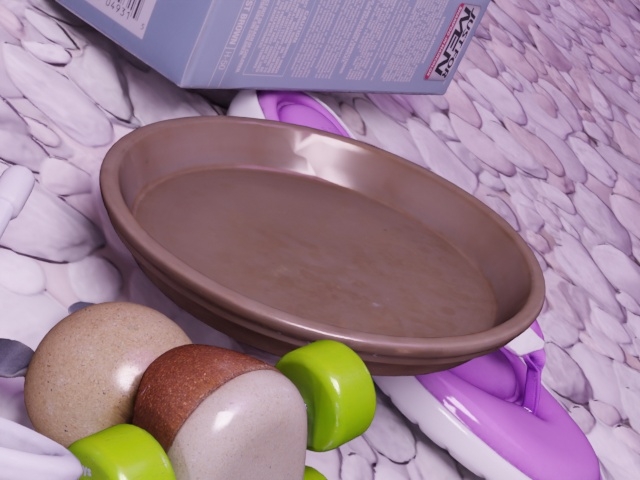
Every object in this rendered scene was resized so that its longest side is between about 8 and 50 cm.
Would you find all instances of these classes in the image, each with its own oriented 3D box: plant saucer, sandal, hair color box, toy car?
[{"bbox_3d":[0.000,0.000,0.765,0.277,0.041,0.278,15,25,-7],"label":"plant saucer"},{"bbox_3d":[0.073,0.018,0.915,0.416,0.102,0.169,51,29,18],"label":"sandal"},{"bbox_3d":[-0.035,-0.210,1.030,0.185,0.114,0.374,36,23,26],"label":"hair color box"},{"bbox_3d":[-0.097,0.091,0.617,0.188,0.149,0.155,32,33,33],"label":"toy car"}]

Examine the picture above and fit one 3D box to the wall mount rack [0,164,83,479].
[{"bbox_3d":[-0.245,-0.018,0.506,0.350,0.130,0.304,21,-5,-10],"label":"wall mount rack"}]
